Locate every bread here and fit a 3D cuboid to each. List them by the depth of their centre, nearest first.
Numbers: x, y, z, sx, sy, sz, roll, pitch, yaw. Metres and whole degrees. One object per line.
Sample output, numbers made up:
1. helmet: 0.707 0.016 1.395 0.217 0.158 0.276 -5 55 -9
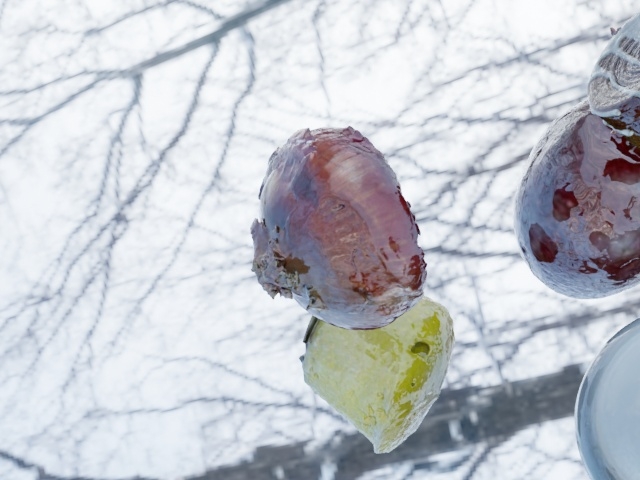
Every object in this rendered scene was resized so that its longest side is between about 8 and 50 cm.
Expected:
1. bread: 0.345 -0.173 1.470 0.073 0.160 0.160 31 -131 -21
2. bread: 0.071 0.145 1.735 0.197 0.170 0.197 -54 -17 -24

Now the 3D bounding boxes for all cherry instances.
1. cherry: 0.328 -0.044 1.668 0.203 0.300 0.230 18 -128 1

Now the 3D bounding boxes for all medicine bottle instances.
1. medicine bottle: 0.406 0.218 1.554 0.306 0.245 0.245 53 -148 -67

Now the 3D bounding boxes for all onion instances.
1. onion: 0.000 0.000 1.463 0.163 0.230 0.230 -29 -77 -17
